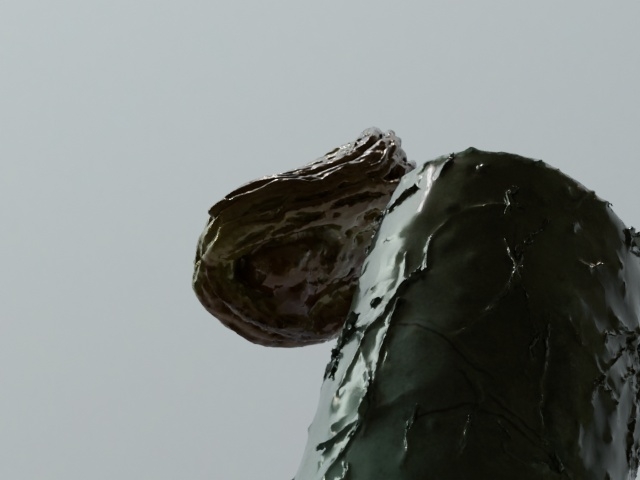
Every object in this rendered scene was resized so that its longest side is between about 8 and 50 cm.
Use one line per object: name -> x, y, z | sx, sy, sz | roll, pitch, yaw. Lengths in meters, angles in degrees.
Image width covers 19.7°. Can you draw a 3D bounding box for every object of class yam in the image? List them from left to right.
yam -> 0.106, 0.125, 1.290 | 0.241, 0.241, 0.348 | 10, -124, 9

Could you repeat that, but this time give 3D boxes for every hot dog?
hot dog -> 0.004, 0.000, 1.642 | 0.114, 0.175, 0.259 | 27, -144, 29
